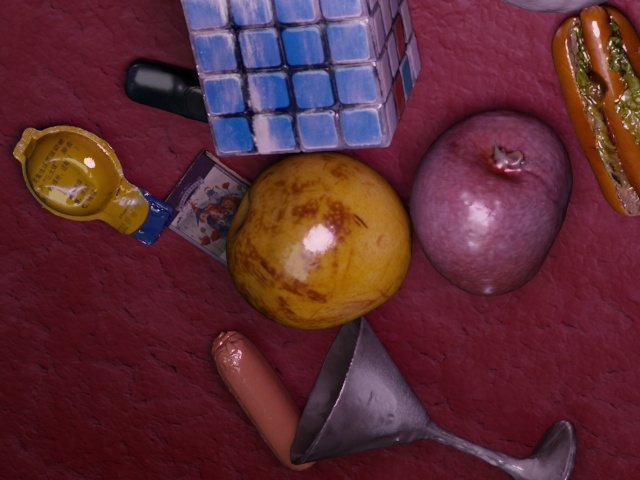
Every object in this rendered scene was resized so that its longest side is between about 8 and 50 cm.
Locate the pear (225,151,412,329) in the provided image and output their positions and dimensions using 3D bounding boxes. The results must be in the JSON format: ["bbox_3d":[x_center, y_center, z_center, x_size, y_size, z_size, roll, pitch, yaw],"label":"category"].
[{"bbox_3d":[0.000,0.000,1.981,0.280,0.281,0.281,6,121,10],"label":"pear"}]

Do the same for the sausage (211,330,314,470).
[{"bbox_3d":[-0.092,0.275,2.270,0.086,0.086,0.289,-21,112,24],"label":"sausage"}]

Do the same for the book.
[{"bbox_3d":[-0.136,-0.025,2.140,0.231,0.026,0.157,35,121,-8],"label":"book"}]

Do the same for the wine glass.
[{"bbox_3d":[0.186,0.307,2.130,0.406,0.267,0.267,22,123,-5],"label":"wine glass"}]

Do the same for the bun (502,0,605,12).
[{"bbox_3d":[0.307,-0.446,1.675,0.362,0.211,0.362,5,122,9],"label":"bun"}]

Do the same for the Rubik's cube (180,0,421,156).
[{"bbox_3d":[-0.020,-0.282,1.826,0.256,0.253,0.259,-4,121,16],"label":"Rubik's cube"}]

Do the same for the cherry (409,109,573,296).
[{"bbox_3d":[0.244,-0.049,1.904,0.221,0.261,0.307,20,145,27],"label":"cherry"}]

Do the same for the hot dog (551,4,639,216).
[{"bbox_3d":[0.417,-0.181,1.869,0.135,0.100,0.337,-15,116,22],"label":"hot dog"}]

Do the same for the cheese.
[{"bbox_3d":[-0.367,-0.086,2.133,0.270,0.069,0.177,32,122,-7],"label":"cheese"}]

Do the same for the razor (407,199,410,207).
[{"bbox_3d":[0.186,-0.100,2.014,0.068,0.040,0.135,21,118,1],"label":"razor"}]

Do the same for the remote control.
[{"bbox_3d":[-0.192,-0.218,2.029,0.222,0.042,0.072,17,120,3],"label":"remote control"}]
